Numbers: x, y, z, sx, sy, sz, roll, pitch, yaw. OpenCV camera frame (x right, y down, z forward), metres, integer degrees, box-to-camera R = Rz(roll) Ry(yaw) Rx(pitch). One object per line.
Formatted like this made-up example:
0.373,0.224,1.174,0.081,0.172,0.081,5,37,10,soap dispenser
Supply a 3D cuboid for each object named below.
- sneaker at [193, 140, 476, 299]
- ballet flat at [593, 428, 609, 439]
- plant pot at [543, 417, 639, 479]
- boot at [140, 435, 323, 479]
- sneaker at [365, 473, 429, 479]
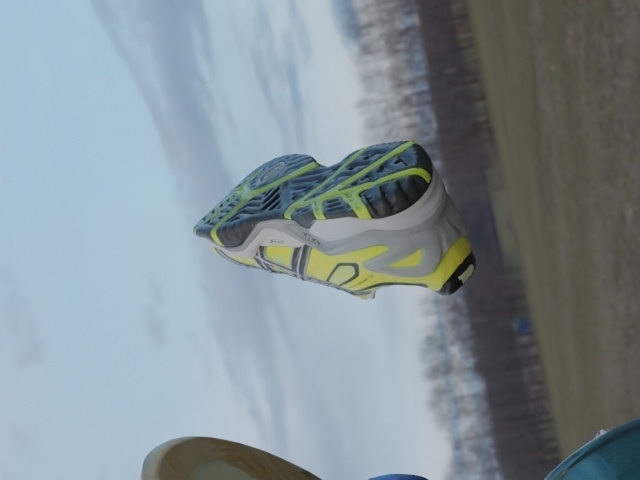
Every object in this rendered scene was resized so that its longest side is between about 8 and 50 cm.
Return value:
0.000,0.000,1.260,0.147,0.145,0.385,54,155,-22,sneaker
0.396,0.337,1.510,0.241,0.077,0.091,54,164,38,ballet flat
0.371,0.361,1.249,0.255,0.272,0.271,54,168,46,plant pot
-0.006,0.270,0.745,0.104,0.295,0.211,-34,-32,-49,boot
0.008,0.289,1.136,0.081,0.232,0.090,27,-132,-40,sneaker
